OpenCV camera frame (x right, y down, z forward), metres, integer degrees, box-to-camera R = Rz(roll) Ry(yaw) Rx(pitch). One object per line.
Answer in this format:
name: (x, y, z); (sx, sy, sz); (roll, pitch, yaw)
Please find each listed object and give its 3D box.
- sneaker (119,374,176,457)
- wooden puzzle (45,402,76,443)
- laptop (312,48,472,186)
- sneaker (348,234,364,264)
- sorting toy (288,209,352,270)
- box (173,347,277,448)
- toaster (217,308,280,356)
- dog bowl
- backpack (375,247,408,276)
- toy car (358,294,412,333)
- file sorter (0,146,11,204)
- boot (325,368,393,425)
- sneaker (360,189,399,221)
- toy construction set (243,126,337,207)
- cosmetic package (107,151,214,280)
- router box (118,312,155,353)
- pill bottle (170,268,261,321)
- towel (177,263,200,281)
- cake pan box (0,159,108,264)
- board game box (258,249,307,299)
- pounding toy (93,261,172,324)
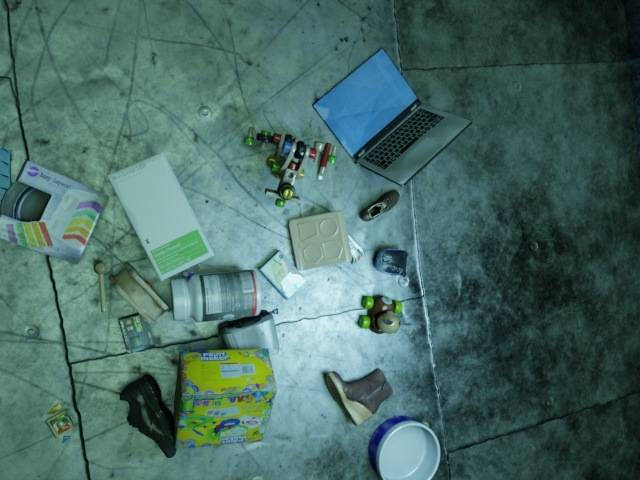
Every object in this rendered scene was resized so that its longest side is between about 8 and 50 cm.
sneaker: (-0.563, 0.592, 1.747); (0.130, 0.109, 0.287); (-24, 92, -8)
wooden puzzle: (-0.830, 0.586, 1.687); (0.078, 0.014, 0.116); (-35, 102, -15)
laptop: (0.264, -0.464, 1.949); (0.382, 0.407, 0.236); (-42, 137, -14)
sneaker: (0.091, 0.023, 1.980); (0.161, 0.057, 0.075); (44, 72, -17)
sorting toy: (0.000, 0.000, 1.940); (0.208, 0.038, 0.193); (-11, 95, -2)
box: (-0.318, 0.512, 1.714); (0.289, 0.177, 0.279); (3, 126, -20)
toaster: (-0.236, 0.336, 1.835); (0.226, 0.129, 0.147); (-17, 100, -20)
dog bowl: (0.325, 0.825, 2.049); (0.264, 0.104, 0.265); (0, 90, -19)
backpack: (0.267, 0.081, 2.028); (0.114, 0.084, 0.105); (8, 88, -24)
toy car: (0.254, 0.287, 1.972); (0.154, 0.188, 0.149); (11, 87, -19)
file sorter: (-0.999, -0.194, 1.570); (0.118, 0.104, 0.171); (0, 91, -19)
boot: (0.149, 0.550, 2.010); (0.206, 0.090, 0.249); (-36, 101, -28)
sneaker: (0.240, -0.130, 2.023); (0.188, 0.071, 0.066); (-36, 102, -15)
toy construction set: (-0.091, -0.242, 1.861); (0.308, 0.257, 0.238); (0, 110, -42)
cosmetic package: (-0.514, -0.077, 1.713); (0.196, 0.155, 0.366); (-28, 99, -13)
router box: (-0.608, 0.304, 1.748); (0.092, 0.038, 0.123); (-16, 96, -19)
pill bottle: (-0.352, 0.188, 1.772); (0.283, 0.161, 0.162); (-4, 92, -19)
towel: (-0.454, 0.113, 1.815); (0.060, 0.009, 0.083); (20, 84, -19)
cake pan box: (-0.827, -0.085, 1.616); (0.266, 0.070, 0.246); (29, 79, -35)
board game box: (-0.136, 0.125, 1.918); (0.103, 0.026, 0.154); (-43, 104, -13)
pounding toy: (-0.620, 0.175, 1.682); (0.155, 0.154, 0.270); (-43, 105, -14)
